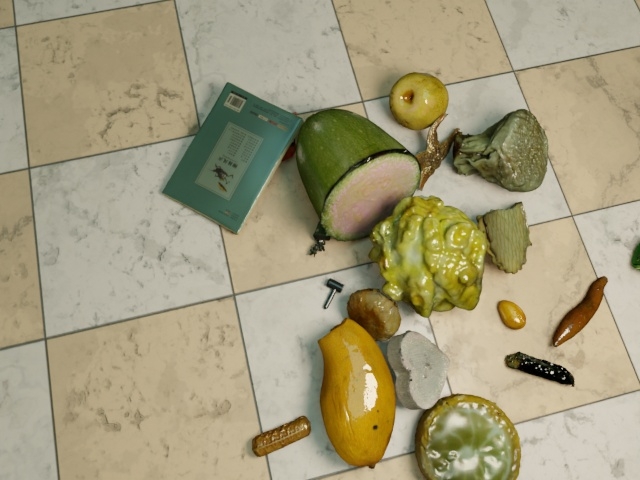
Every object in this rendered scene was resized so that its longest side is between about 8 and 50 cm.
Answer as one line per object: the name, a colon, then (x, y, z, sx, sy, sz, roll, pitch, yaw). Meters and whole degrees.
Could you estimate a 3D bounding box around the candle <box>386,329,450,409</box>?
candle: (0.252, 0.318, 1.303, 0.168, 0.068, 0.192, -3, 76, -37)

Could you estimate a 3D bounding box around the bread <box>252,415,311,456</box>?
bread: (-0.096, 0.486, 1.290, 0.157, 0.044, 0.052, -22, 70, -9)

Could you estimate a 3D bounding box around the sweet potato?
sweet potato: (0.708, 0.195, 1.405, 0.264, 0.057, 0.057, -41, 79, -17)

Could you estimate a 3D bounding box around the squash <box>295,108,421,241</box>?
squash: (0.061, -0.206, 1.419, 0.310, 0.310, 0.309, -29, 55, -10)

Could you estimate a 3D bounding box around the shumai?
shumai: (0.516, -0.252, 1.495, 0.260, 0.222, 0.225, 22, 83, -33)

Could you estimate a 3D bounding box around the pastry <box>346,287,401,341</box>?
pastry: (0.134, 0.191, 1.341, 0.153, 0.153, 0.081, 44, 57, 11)

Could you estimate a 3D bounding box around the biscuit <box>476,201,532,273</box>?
biscuit: (0.501, -0.002, 1.398, 0.273, 0.036, 0.187, -11, 88, -47)

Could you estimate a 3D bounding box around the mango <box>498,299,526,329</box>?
mango: (0.514, 0.198, 1.399, 0.060, 0.046, 0.089, -34, 73, -11)

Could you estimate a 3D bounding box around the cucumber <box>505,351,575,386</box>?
cucumber: (0.577, 0.337, 1.358, 0.181, 0.053, 0.053, 20, 73, 1)

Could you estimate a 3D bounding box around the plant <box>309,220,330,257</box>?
plant: (0.000, 0.000, 1.439, 0.051, 0.051, 0.102, 17, 78, 3)

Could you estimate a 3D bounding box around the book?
book: (-0.249, -0.236, 1.470, 0.264, 0.031, 0.379, 29, 85, 11)

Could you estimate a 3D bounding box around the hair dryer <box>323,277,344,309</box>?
hair dryer: (0.028, 0.148, 1.411, 0.047, 0.026, 0.083, 25, 81, 8)

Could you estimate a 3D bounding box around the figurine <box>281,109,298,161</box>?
figurine: (-0.101, -0.302, 1.517, 0.068, 0.075, 0.140, 9, 83, -1)

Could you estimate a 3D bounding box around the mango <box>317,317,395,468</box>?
mango: (0.090, 0.369, 1.278, 0.187, 0.144, 0.359, 0, 76, -9)

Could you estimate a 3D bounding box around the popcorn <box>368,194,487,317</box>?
popcorn: (0.279, 0.051, 1.322, 0.312, 0.312, 0.312, 1, 73, -2)

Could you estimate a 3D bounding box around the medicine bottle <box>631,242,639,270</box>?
medicine bottle: (1.002, 0.087, 1.407, 0.274, 0.133, 0.133, 25, 74, 6)

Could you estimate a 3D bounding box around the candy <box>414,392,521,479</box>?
candy: (0.357, 0.507, 1.269, 0.259, 0.118, 0.260, 0, 78, -2)

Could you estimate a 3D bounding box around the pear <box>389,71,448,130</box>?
pear: (0.289, -0.406, 1.515, 0.178, 0.178, 0.178, 1, 73, -2)

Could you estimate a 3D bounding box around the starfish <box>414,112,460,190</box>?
starfish: (0.322, -0.263, 1.495, 0.050, 0.138, 0.247, 20, 67, 35)
